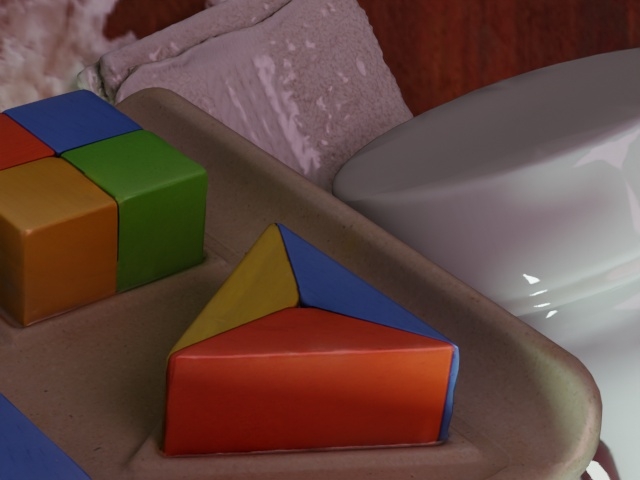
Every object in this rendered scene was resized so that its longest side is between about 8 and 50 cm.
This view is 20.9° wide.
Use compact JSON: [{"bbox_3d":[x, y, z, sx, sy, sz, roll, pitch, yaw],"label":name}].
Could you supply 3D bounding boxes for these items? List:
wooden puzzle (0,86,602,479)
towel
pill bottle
[{"bbox_3d":[-0.117,0.043,0.659,0.348,0.322,0.080,-24,133,-33],"label":"wooden puzzle"},{"bbox_3d":[0.000,0.000,0.936,0.187,0.049,0.282,-32,98,-36],"label":"towel"},{"bbox_3d":[0.156,0.119,0.866,0.224,0.224,0.392,-31,109,-37],"label":"pill bottle"}]
